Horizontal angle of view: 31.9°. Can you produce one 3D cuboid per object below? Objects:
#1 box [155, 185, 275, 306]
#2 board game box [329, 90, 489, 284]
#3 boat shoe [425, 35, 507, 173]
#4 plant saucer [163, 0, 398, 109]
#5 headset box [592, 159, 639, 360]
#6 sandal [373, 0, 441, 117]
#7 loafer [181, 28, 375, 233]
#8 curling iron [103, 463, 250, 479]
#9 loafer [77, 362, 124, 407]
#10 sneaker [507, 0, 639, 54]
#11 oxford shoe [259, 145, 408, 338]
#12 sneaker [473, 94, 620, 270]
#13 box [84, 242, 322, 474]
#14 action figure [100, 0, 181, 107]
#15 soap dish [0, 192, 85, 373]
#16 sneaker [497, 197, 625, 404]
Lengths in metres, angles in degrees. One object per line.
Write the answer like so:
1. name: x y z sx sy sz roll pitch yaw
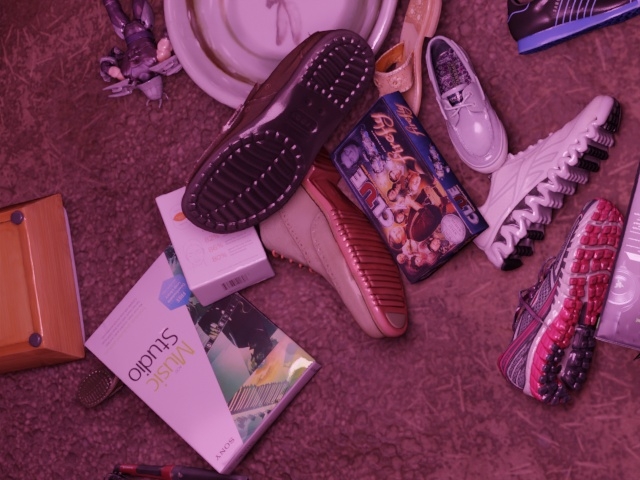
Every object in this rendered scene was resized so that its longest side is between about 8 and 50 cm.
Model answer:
1. box: -0.166 -0.005 1.770 0.130 0.091 0.170 -23 68 -1
2. board game box: 0.127 -0.076 1.666 0.243 0.042 0.165 58 139 12
3. boat shoe: 0.204 -0.202 1.638 0.079 0.081 0.227 -28 61 20
4. plant saucer: -0.053 -0.392 1.770 0.400 0.100 0.400 -1 88 23
5. headset box: 0.465 0.025 1.461 0.131 0.246 0.283 15 94 22
6. sandal: 0.109 -0.265 1.670 0.088 0.079 0.240 -131 48 -55
7. loafer: -0.065 -0.162 1.653 0.366 0.134 0.130 -46 27 5
8. curling iron: -0.237 0.398 1.845 0.274 0.035 0.068 -8 89 23
9. loafer: -0.350 0.227 1.890 0.148 0.050 0.056 -44 71 13
10. sneaker: 0.378 -0.344 1.601 0.232 0.081 0.090 -17 88 22
11. oxford shoe: 0.000 0.000 1.720 0.146 0.140 0.397 -38 64 20
12. sneaker: 0.314 -0.099 1.609 0.118 0.110 0.292 44 103 27
13. box: -0.191 0.183 1.796 0.322 0.058 0.232 39 87 17
14. action figure: -0.308 -0.358 1.880 0.185 0.099 0.285 -19 84 13
15. soap dish: -0.538 0.080 1.938 0.229 0.118 0.291 -12 84 21
16. sneaker: 0.339 0.076 1.585 0.112 0.121 0.299 23 88 52
